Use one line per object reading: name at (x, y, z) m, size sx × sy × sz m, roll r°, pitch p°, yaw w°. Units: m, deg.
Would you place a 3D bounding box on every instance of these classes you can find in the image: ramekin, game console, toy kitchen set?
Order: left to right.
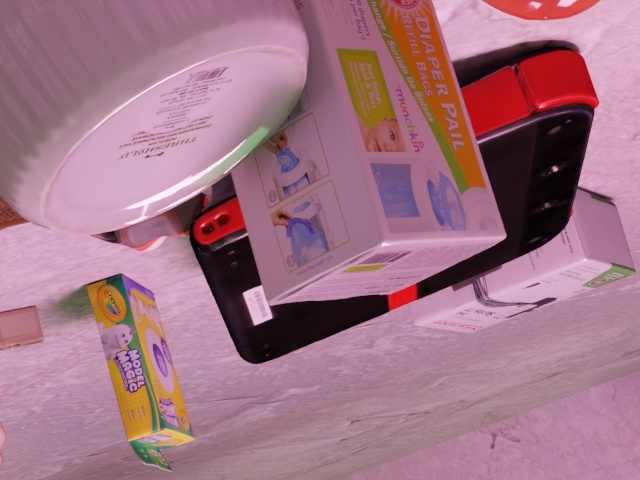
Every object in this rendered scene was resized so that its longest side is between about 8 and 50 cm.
toy kitchen set at (-0.306, 0.113, 1.676) m, size 0.075 × 0.068 × 0.083 m, roll -11°, pitch 165°, yaw -18°
ramekin at (-0.104, -0.093, 0.938) m, size 0.207 × 0.109 × 0.207 m, roll -29°, pitch 162°, yaw -10°
game console at (0.066, -0.020, 1.486) m, size 0.342 × 0.060 × 0.386 m, roll -22°, pitch 162°, yaw -3°

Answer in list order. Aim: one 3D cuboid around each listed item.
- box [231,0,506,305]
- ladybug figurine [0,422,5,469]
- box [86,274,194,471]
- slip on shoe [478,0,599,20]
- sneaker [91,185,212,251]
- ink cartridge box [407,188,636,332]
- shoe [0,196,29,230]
box at (0.012, -0.076, 1.041) m, size 0.114 × 0.203 × 0.103 m, roll -3°, pitch 162°, yaw -46°
ladybug figurine at (-0.513, 0.262, 1.644) m, size 0.449 × 0.162 × 0.305 m, roll -27°, pitch 170°, yaw -15°
box at (-0.168, 0.129, 1.659) m, size 0.043 × 0.179 × 0.105 m, roll -17°, pitch 166°, yaw 8°
slip on shoe at (0.118, -0.177, 0.983) m, size 0.123 × 0.101 × 0.331 m, roll -20°, pitch 166°, yaw 8°
sneaker at (-0.137, -0.027, 1.359) m, size 0.065 × 0.061 × 0.158 m, roll 1°, pitch 158°, yaw -31°
ink cartridge box at (0.204, 0.024, 1.842) m, size 0.208 × 0.087 × 0.153 m, roll -22°, pitch 164°, yaw 26°
shoe at (-0.217, -0.039, 1.127) m, size 0.076 × 0.058 × 0.219 m, roll 25°, pitch 139°, yaw -36°
